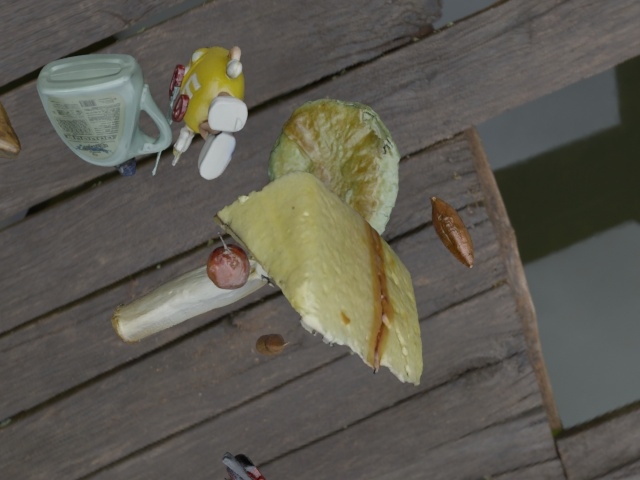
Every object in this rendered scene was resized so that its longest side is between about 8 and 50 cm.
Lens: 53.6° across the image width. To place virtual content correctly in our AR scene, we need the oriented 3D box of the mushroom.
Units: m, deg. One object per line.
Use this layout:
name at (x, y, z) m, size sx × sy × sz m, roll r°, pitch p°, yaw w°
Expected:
mushroom at (-0.255, 0.112, 1.254) m, size 0.351 × 0.123 × 0.095 m, roll -24°, pitch 100°, yaw 9°

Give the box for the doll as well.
doll at (-0.285, -0.342, 1.650) m, size 0.161 × 0.423 × 0.348 m, roll 22°, pitch 91°, yaw -31°

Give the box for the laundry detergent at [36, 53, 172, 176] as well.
laundry detergent at (-0.410, -0.230, 1.258) m, size 0.214 × 0.105 × 0.281 m, roll -6°, pitch 144°, yaw 5°

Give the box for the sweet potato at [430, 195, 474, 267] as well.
sweet potato at (0.145, -0.009, 0.699) m, size 0.034 × 0.095 × 0.034 m, roll -17°, pitch 155°, yaw -8°

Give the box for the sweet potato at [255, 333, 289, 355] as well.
sweet potato at (-0.108, 0.241, 1.472) m, size 0.056 × 0.195 × 0.057 m, roll 5°, pitch 77°, yaw -20°

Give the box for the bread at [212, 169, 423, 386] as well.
bread at (0.002, 0.068, 0.677) m, size 0.135 × 0.178 × 0.240 m, roll -24°, pitch 138°, yaw 26°

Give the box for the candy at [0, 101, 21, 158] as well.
candy at (-0.601, -0.128, 0.960) m, size 0.271 × 0.101 × 0.143 m, roll -30°, pitch 85°, yaw -19°

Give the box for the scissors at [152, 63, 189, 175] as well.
scissors at (-0.340, -0.257, 1.402) m, size 0.017 × 0.144 × 0.248 m, roll 8°, pitch 137°, yaw -29°

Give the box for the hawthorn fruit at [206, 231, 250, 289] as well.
hawthorn fruit at (-0.134, 0.023, 0.909) m, size 0.066 × 0.067 × 0.103 m, roll -5°, pitch 127°, yaw -7°

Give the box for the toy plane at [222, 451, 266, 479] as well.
toy plane at (-0.061, 0.286, 0.698) m, size 0.037 × 0.060 × 0.145 m, roll -39°, pitch 91°, yaw -26°

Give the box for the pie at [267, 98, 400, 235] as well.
pie at (0.023, -0.128, 1.200) m, size 0.306 × 0.071 × 0.307 m, roll 4°, pitch 99°, yaw 30°
